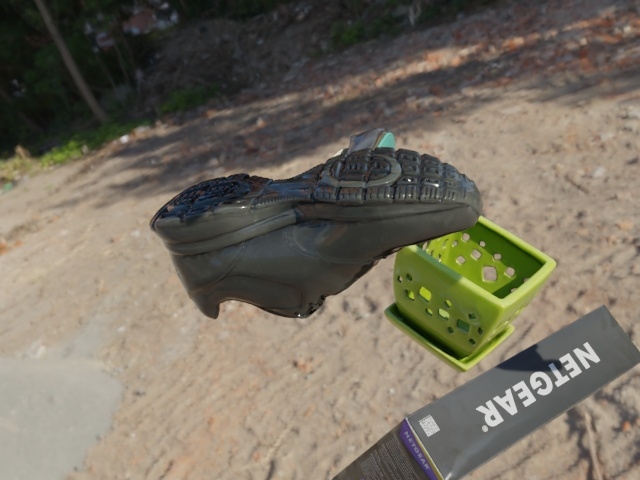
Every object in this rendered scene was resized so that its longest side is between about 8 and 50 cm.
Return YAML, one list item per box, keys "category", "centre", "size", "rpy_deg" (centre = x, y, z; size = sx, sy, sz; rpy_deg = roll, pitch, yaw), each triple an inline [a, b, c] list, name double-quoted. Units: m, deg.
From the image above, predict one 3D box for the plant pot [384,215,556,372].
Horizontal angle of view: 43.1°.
- category: "plant pot"
  centre: [0.263, 0.098, 1.505]
  size: [0.228, 0.207, 0.227]
  rpy_deg: [35, 39, 24]

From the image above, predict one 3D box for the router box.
- category: "router box"
  centre: [0.187, 0.211, 0.939]
  size: [0.308, 0.081, 0.243]
  rpy_deg: [-22, -21, -30]

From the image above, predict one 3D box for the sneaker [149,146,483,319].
- category: "sneaker"
  centre: [0.000, 0.000, 0.698]
  size: [0.286, 0.130, 0.109]
  rpy_deg: [-7, 24, 21]

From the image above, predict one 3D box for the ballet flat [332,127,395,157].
- category: "ballet flat"
  centre: [0.031, -0.067, 0.991]
  size: [0.074, 0.074, 0.203]
  rpy_deg: [-9, 38, 36]
